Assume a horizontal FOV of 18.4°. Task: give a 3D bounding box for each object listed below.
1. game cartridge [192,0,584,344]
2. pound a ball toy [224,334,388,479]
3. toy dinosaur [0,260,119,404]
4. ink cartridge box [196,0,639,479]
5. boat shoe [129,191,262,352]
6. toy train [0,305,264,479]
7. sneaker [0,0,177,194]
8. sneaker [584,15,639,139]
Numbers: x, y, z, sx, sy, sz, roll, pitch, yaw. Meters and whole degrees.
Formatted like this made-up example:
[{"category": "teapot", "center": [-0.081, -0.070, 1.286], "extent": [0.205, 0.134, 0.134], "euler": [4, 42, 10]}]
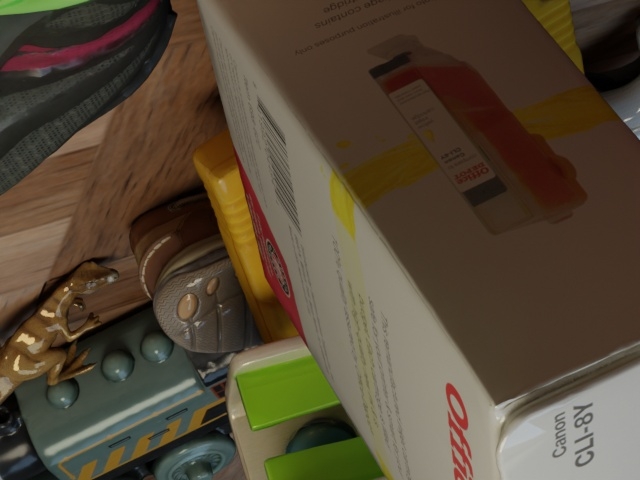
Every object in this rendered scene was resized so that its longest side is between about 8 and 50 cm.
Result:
[{"category": "game cartridge", "center": [0.073, -0.019, 1.428], "extent": [0.285, 0.053, 0.324], "euler": [-32, 142, -11]}, {"category": "pound a ball toy", "center": [0.091, 0.081, 1.401], "extent": [0.319, 0.208, 0.136], "euler": [-15, 158, -11]}, {"category": "toy dinosaur", "center": [-0.234, 0.096, 1.536], "extent": [0.211, 0.064, 0.112], "euler": [-54, 162, 2]}, {"category": "ink cartridge box", "center": [0.088, 0.025, 1.137], "extent": [0.160, 0.385, 0.279], "euler": [-22, 138, -11]}, {"category": "boat shoe", "center": [0.000, 0.000, 1.522], "extent": [0.324, 0.116, 0.123], "euler": [-3, 128, -37]}, {"category": "toy train", "center": [-0.139, 0.130, 1.690], "extent": [0.334, 0.142, 0.190], "euler": [-25, 151, 3]}, {"category": "sneaker", "center": [-0.144, -0.143, 0.874], "extent": [0.483, 0.185, 0.202], "euler": [-36, 178, 39]}, {"category": "sneaker", "center": [0.225, -0.066, 1.613], "extent": [0.297, 0.129, 0.111], "euler": [-49, -170, 26]}]
